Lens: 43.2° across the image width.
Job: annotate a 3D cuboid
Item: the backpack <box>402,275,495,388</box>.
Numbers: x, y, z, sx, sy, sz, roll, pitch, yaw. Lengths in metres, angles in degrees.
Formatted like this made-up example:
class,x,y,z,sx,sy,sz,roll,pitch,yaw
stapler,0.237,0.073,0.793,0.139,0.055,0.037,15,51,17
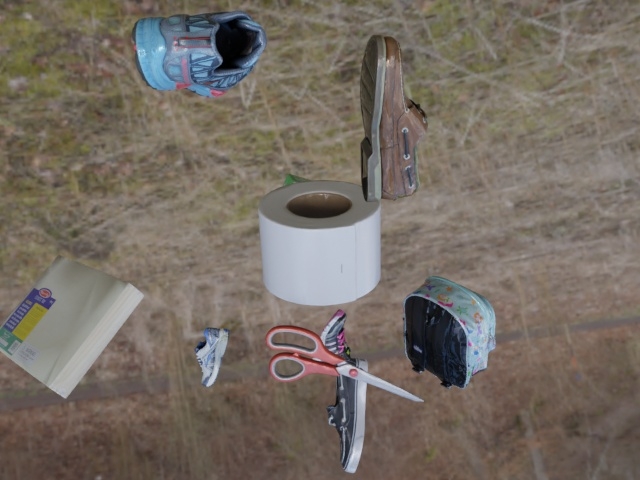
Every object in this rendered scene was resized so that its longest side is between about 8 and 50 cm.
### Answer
class,x,y,z,sx,sy,sz,roll,pitch,yaw
backpack,0.321,0.213,2.017,0.191,0.253,0.225,-38,-135,-28

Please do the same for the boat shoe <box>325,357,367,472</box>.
class,x,y,z,sx,sy,sz,roll,pitch,yaw
boat shoe,0.064,0.462,2.157,0.102,0.301,0.108,6,171,-7

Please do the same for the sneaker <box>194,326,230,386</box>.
class,x,y,z,sx,sy,sz,roll,pitch,yaw
sneaker,-0.217,0.222,1.567,0.058,0.135,0.052,16,-157,-5

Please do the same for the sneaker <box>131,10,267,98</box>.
class,x,y,z,sx,sy,sz,roll,pitch,yaw
sneaker,-0.116,-0.228,0.993,0.125,0.104,0.262,-2,-166,19

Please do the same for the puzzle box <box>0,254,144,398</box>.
class,x,y,z,sx,sy,sz,roll,pitch,yaw
puzzle box,-0.589,0.180,1.841,0.409,0.272,0.052,13,153,51

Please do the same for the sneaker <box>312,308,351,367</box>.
class,x,y,z,sx,sy,sz,roll,pitch,yaw
sneaker,0.037,0.223,1.729,0.075,0.170,0.063,26,-148,12

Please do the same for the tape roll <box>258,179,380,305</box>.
class,x,y,z,sx,sy,sz,roll,pitch,yaw
tape roll,0.000,0.000,1.632,0.246,0.169,0.246,-1,-153,1

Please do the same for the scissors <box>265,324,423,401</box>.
class,x,y,z,sx,sy,sz,roll,pitch,yaw
scissors,0.044,0.221,1.443,0.297,0.109,0.021,9,-167,6

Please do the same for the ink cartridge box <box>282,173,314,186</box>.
class,x,y,z,sx,sy,sz,roll,pitch,yaw
ink cartridge box,-0.042,-0.030,2.214,0.121,0.211,0.289,18,-163,-24

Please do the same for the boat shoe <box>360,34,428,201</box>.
class,x,y,z,sx,sy,sz,roll,pitch,yaw
boat shoe,0.126,-0.207,1.373,0.104,0.111,0.307,-5,130,-5
